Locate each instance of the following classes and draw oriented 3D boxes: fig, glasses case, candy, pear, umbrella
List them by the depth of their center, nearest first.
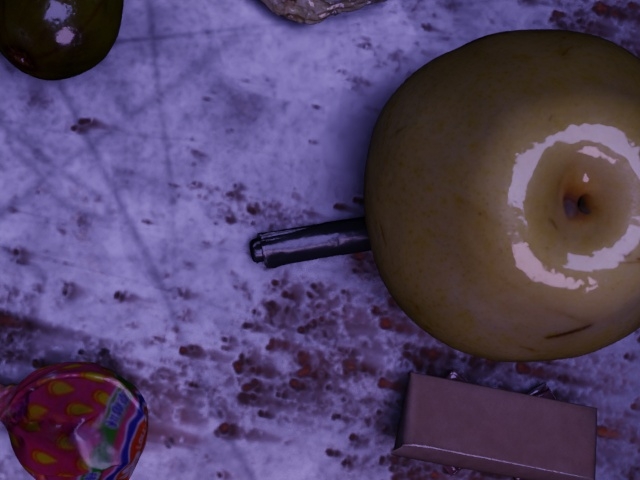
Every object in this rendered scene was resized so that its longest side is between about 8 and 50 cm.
[{"bbox_3d":[0.189,-0.038,1.641,0.309,0.309,0.309,0,91,-10],"label":"pear"},{"bbox_3d":[-0.330,0.130,1.656,0.365,0.124,0.124,17,88,1],"label":"candy"},{"bbox_3d":[-0.196,-0.244,1.665,0.124,0.124,0.236,44,69,-8],"label":"fig"},{"bbox_3d":[0.000,0.002,1.737,0.133,0.031,0.036,-8,91,-9],"label":"umbrella"},{"bbox_3d":[0.161,0.175,1.760,0.193,0.070,0.102,11,61,-8],"label":"glasses case"}]

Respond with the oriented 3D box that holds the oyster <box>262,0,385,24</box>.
[{"bbox_3d":[0.034,-0.253,1.720,0.209,0.072,0.133,-30,65,-21],"label":"oyster"}]
